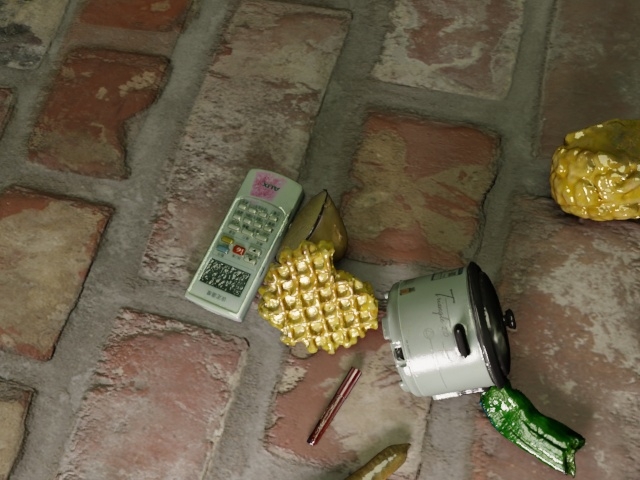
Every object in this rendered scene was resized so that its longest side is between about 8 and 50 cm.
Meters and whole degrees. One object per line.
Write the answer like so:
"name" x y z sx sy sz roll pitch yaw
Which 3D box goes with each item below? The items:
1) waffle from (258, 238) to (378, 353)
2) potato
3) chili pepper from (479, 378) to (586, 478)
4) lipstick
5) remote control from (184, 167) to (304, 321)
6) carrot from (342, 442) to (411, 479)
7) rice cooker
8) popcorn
"waffle" 0.004 0.117 1.414 0.253 0.056 0.249 18 116 -10
"potato" 0.000 0.000 1.490 0.117 0.202 0.182 36 69 -14
"chili pepper" 0.401 0.355 1.346 0.224 0.061 0.098 41 75 19
"lipstick" 0.028 0.336 1.428 0.027 0.027 0.177 30 77 18
"remote control" -0.164 0.003 1.572 0.145 0.050 0.344 20 74 15
"carrot" 0.038 0.493 1.348 0.342 0.070 0.070 -39 69 -9
"rice cooker" 0.252 0.171 1.334 0.226 0.280 0.241 -14 89 17
"popcorn" 0.602 -0.141 1.445 0.250 0.190 0.250 -6 56 9
